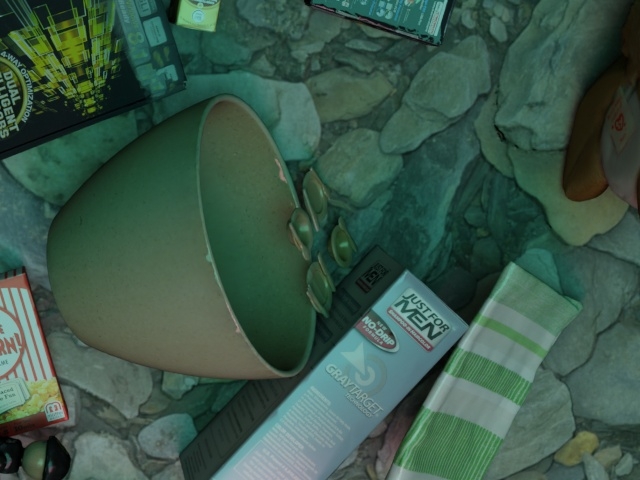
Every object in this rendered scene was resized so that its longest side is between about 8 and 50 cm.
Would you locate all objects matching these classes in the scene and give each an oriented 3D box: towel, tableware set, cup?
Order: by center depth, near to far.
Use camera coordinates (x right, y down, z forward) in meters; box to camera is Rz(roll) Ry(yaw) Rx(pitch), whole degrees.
[{"bbox_3d":[-0.174,0.019,1.779,0.237,0.331,0.331,-14,104,17],"label":"cup"},{"bbox_3d":[0.000,0.000,1.878,0.020,0.169,0.141,-11,122,25],"label":"tableware set"},{"bbox_3d":[0.203,0.193,1.924,0.038,0.248,0.325,33,94,30],"label":"towel"}]

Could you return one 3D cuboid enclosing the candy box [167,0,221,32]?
[{"bbox_3d":[-0.136,-0.341,1.801,0.053,0.109,0.187,8,98,-13],"label":"candy box"}]

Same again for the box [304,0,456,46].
[{"bbox_3d":[0.095,-0.365,1.871,0.175,0.051,0.220,15,97,-13],"label":"box"}]

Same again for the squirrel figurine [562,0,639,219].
[{"bbox_3d":[0.538,-0.165,1.888,0.370,0.281,0.397,2,102,-18],"label":"squirrel figurine"}]

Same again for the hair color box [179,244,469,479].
[{"bbox_3d":[-0.003,0.189,1.883,0.113,0.185,0.374,43,90,-13],"label":"hair color box"}]

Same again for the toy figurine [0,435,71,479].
[{"bbox_3d":[-0.383,0.347,1.820,0.148,0.213,0.209,8,132,-11],"label":"toy figurine"}]

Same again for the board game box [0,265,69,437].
[{"bbox_3d":[-0.403,0.145,1.871,0.146,0.045,0.193,-17,103,-8],"label":"board game box"}]

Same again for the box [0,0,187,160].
[{"bbox_3d":[-0.348,-0.305,1.708,0.318,0.097,0.395,-25,106,-38],"label":"box"}]
